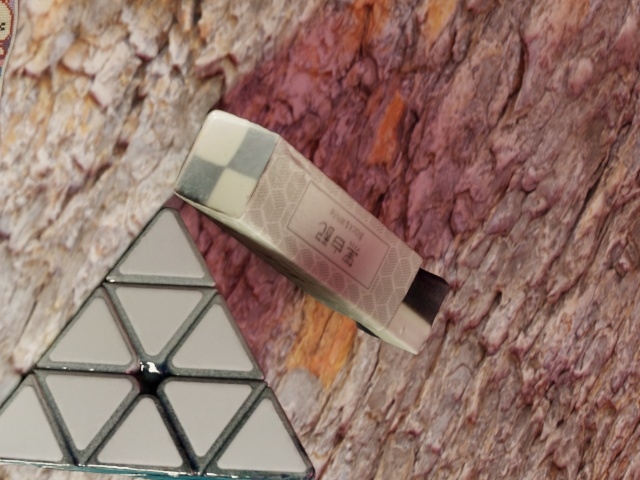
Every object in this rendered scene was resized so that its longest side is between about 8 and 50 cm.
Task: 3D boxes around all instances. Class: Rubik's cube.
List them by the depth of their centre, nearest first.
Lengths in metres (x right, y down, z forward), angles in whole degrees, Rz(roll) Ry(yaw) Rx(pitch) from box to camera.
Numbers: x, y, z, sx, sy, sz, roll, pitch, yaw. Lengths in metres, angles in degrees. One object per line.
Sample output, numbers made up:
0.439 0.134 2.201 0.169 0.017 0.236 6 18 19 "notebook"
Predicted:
-0.150 0.154 1.805 0.229 0.233 0.228 -40 -163 20 "Rubik's cube"

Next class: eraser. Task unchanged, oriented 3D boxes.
0.000 0.000 1.974 0.096 0.098 0.404 -62 145 -8 "eraser"

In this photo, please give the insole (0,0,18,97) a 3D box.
-0.278 -0.139 1.592 0.065 0.004 0.197 -11 116 -52 "insole"
